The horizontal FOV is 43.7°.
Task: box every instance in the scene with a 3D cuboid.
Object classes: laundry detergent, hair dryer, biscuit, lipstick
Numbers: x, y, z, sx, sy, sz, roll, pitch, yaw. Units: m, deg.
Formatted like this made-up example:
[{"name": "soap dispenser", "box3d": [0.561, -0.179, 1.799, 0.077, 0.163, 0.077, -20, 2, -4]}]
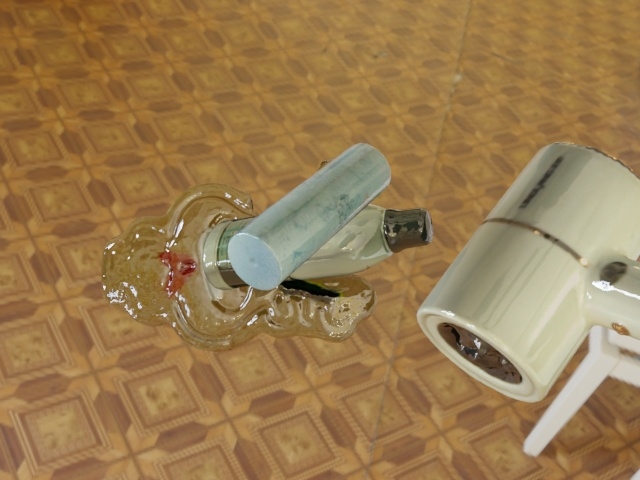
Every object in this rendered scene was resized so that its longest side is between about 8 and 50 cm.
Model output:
[{"name": "laundry detergent", "box3d": [0.000, 0.000, 0.790, 0.225, 0.070, 0.099, -9, 11, 22]}, {"name": "hair dryer", "box3d": [0.264, 0.056, 0.606, 0.362, 0.128, 0.203, 22, 66, 46]}, {"name": "biscuit", "box3d": [-0.095, 0.038, 0.893, 0.319, 0.183, 0.047, 21, -2, 13]}, {"name": "lipstick", "box3d": [-0.004, -0.022, 0.601, 0.048, 0.048, 0.158, 33, 44, 15]}]

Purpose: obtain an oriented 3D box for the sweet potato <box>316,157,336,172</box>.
[{"name": "sweet potato", "box3d": [0.037, -0.073, 1.165, 0.062, 0.081, 0.233, 14, 17, -13]}]
